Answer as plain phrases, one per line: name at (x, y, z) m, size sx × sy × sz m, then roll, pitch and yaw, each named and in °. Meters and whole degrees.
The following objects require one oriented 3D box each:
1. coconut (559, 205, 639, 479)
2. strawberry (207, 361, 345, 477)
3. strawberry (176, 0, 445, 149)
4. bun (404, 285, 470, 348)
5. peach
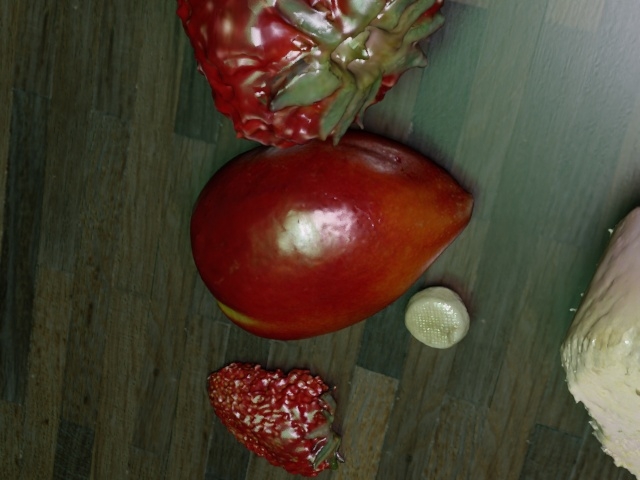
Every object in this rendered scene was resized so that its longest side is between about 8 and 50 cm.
coconut at (0.423, 0.096, 1.049) m, size 0.297 × 0.309 × 0.297 m, roll 25°, pitch 145°, yaw 19°
strawberry at (-0.074, 0.259, 1.381) m, size 0.208 × 0.087 × 0.167 m, roll 1°, pitch 109°, yaw 20°
strawberry at (-0.043, -0.297, 1.093) m, size 0.345 × 0.295 × 0.318 m, roll 46°, pitch 132°, yaw 23°
bun at (0.152, 0.094, 1.269) m, size 0.086 × 0.055 × 0.086 m, roll 14°, pitch 124°, yaw 21°
peach at (0.000, 0.000, 1.207) m, size 0.361 × 0.201 × 0.258 m, roll -9°, pitch 104°, yaw 21°
